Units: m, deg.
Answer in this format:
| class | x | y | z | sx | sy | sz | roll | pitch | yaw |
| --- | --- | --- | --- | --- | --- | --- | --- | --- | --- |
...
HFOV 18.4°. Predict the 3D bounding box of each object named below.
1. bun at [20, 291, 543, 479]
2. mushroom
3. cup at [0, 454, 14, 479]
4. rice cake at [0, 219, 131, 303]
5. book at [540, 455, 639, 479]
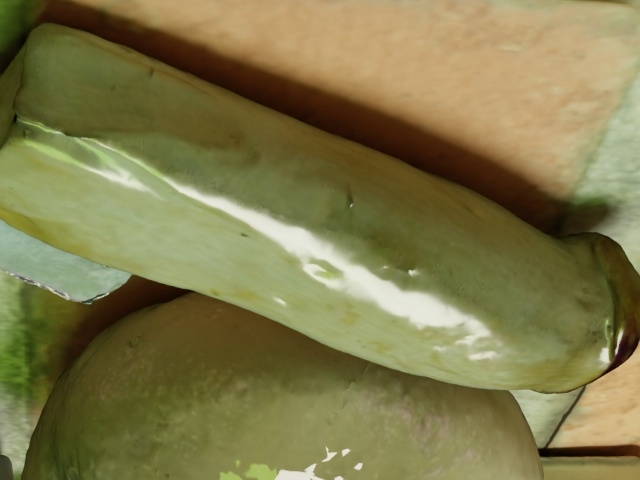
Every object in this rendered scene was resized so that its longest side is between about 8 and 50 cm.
| class | x | y | z | sx | sy | sz | roll | pitch | yaw |
| --- | --- | --- | --- | --- | --- | --- | --- | --- | --- |
| bun | -0.018 | 0.135 | 0.990 | 0.273 | 0.168 | 0.273 | 6 | 148 | 3 |
| mushroom | 0.000 | 0.000 | 0.808 | 0.312 | 0.081 | 0.100 | 20 | 142 | -30 |
| cup | -0.353 | 0.256 | 1.100 | 0.327 | 0.237 | 0.322 | 6 | 109 | -14 |
| rice cake | -0.157 | -0.024 | 0.816 | 0.043 | 0.034 | 0.211 | -28 | 142 | 30 |
| book | 0.027 | 0.198 | 1.255 | 0.371 | 0.043 | 0.260 | -2 | 155 | 10 |
